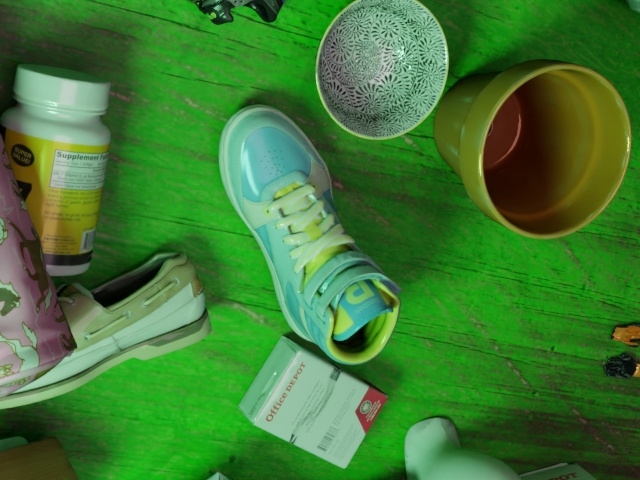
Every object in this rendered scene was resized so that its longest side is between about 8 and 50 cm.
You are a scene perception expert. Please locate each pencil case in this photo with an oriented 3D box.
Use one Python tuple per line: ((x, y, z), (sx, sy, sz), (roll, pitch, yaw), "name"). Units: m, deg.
((-0.378, -0.021, 1.305), (0.167, 0.160, 0.386), (-22, 92, 17), "pencil case")

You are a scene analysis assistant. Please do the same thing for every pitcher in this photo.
((0.183, 0.346, 1.705), (0.125, 0.207, 0.177), (-6, 109, -22), "pitcher")

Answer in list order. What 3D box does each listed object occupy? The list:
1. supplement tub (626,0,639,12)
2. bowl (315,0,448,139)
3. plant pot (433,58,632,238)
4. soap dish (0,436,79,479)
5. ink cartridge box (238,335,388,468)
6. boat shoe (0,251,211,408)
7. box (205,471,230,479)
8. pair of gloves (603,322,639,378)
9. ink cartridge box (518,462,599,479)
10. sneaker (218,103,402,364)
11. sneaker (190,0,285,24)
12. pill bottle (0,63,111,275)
((0.496, -0.422, 1.624), (0.194, 0.193, 0.316), (2, 104, -25), "supplement tub")
((0.057, -0.208, 1.553), (0.170, 0.080, 0.170), (-7, 108, -23), "bowl")
((0.234, -0.123, 1.598), (0.205, 0.188, 0.205), (-7, 107, -22), "plant pot")
((-0.388, 0.359, 1.428), (0.118, 0.229, 0.291), (34, 98, 14), "soap dish")
((-0.010, 0.201, 1.654), (0.150, 0.063, 0.109), (31, 91, -28), "ink cartridge box")
((-0.270, 0.096, 1.487), (0.302, 0.113, 0.103), (-21, 112, -29), "boat shoe")
((-0.121, 0.441, 1.593), (0.231, 0.126, 0.262), (-36, 119, 18), "box")
((0.432, 0.155, 1.870), (0.074, 0.010, 0.083), (5, 106, -27), "pair of gloves")
((0.330, 0.425, 1.749), (0.211, 0.289, 0.121), (-9, 112, -22), "ink cartridge box")
((0.000, 0.000, 1.518), (0.127, 0.208, 0.319), (-30, 115, -12), "sneaker")
((-0.121, -0.278, 1.460), (0.188, 0.067, 0.078), (7, 96, -29), "sneaker")
((-0.288, -0.076, 1.416), (0.119, 0.119, 0.208), (6, 102, -26), "pill bottle")
